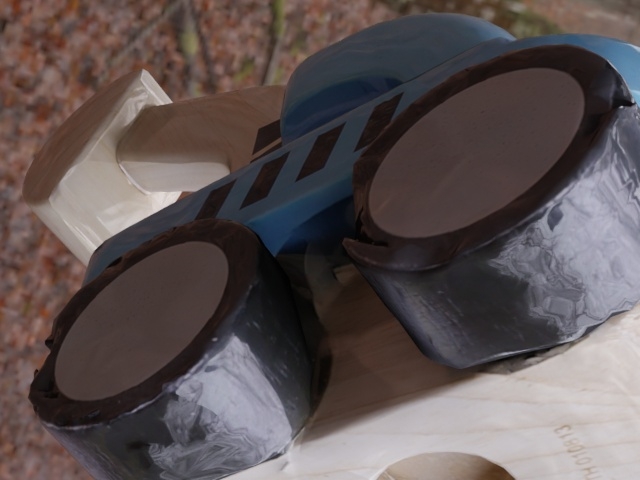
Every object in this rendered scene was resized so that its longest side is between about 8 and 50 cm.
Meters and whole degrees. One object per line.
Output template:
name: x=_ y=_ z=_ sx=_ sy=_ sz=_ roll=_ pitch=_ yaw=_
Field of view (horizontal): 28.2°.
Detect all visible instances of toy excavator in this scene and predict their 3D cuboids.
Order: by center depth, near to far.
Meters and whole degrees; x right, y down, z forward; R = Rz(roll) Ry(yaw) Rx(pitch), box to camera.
toy excavator: x=0.000 y=0.000 z=0.653 sx=0.433 sy=0.222 sz=0.445 roll=-25 pitch=-149 yaw=23
